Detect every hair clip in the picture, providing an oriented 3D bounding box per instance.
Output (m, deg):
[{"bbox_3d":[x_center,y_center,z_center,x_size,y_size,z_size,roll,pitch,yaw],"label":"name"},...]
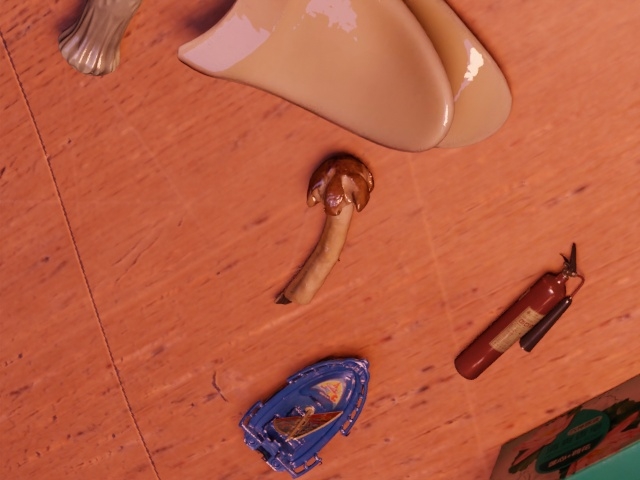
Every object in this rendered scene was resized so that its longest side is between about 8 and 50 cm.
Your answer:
[{"bbox_3d":[0.037,-0.172,1.660,0.282,0.113,0.172,33,118,8],"label":"hair clip"}]

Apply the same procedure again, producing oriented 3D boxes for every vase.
[{"bbox_3d":[-0.193,-0.225,1.724,0.081,0.081,0.148,33,123,2],"label":"vase"}]

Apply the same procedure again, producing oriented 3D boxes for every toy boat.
[{"bbox_3d":[-0.012,0.176,1.821,0.091,0.110,0.175,44,117,-5],"label":"toy boat"}]

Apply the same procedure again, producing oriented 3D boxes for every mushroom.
[{"bbox_3d":[0.000,0.000,1.771,0.060,0.061,0.187,22,122,2],"label":"mushroom"}]

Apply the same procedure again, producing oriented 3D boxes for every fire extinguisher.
[{"bbox_3d":[0.197,0.077,1.754,0.049,0.035,0.173,43,121,0],"label":"fire extinguisher"}]

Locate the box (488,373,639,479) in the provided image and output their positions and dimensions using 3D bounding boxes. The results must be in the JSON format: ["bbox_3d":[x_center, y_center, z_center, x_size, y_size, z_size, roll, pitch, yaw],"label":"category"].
[{"bbox_3d":[0.275,0.211,1.720,0.245,0.153,0.092,-32,100,25],"label":"box"}]
